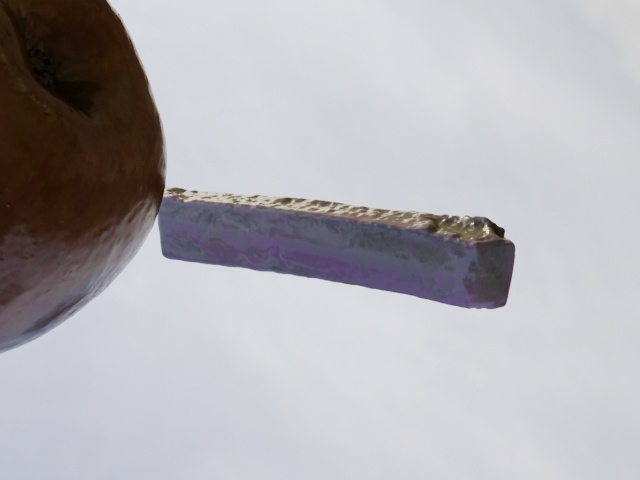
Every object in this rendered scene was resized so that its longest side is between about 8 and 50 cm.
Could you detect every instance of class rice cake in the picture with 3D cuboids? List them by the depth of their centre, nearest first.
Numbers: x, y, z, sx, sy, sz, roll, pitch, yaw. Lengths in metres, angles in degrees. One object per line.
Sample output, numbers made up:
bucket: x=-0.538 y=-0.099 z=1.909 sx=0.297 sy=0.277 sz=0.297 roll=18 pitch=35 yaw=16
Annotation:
rice cake: x=0.000 y=0.000 z=1.592 sx=0.056 sy=0.365 sz=0.073 roll=-26 pitch=-60 yaw=-55

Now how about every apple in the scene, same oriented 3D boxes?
apple: x=-0.236 y=-0.062 z=1.209 sx=0.301 sy=0.301 sz=0.301 roll=42 pitch=-158 yaw=-21
